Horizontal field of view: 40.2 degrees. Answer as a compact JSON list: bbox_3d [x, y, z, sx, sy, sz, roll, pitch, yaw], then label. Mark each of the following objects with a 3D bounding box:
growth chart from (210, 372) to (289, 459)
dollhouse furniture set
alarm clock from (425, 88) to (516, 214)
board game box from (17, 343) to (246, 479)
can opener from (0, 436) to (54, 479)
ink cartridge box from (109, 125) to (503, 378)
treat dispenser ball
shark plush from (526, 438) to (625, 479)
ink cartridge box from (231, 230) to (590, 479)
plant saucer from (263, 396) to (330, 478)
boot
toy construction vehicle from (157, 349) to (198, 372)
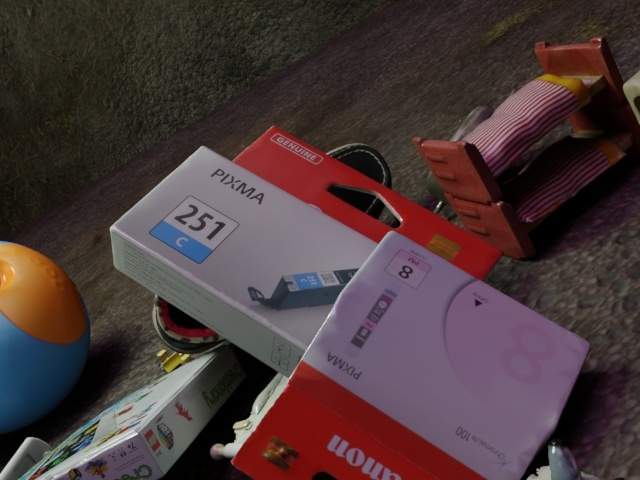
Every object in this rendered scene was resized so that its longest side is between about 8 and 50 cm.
[{"bbox_3d":[0.011,0.127,0.849,0.172,0.021,0.237,-8,32,49],"label":"growth chart"},{"bbox_3d":[0.281,-0.085,0.831,0.201,0.152,0.374,-39,20,-13],"label":"dollhouse furniture set"},{"bbox_3d":[0.189,-0.117,1.071,0.129,0.064,0.192,-46,-8,-41],"label":"alarm clock"},{"bbox_3d":[-0.205,0.210,0.928,0.193,0.053,0.305,-30,3,12],"label":"board game box"},{"bbox_3d":[-0.364,0.332,0.987,0.093,0.074,0.280,-20,24,32],"label":"can opener"},{"bbox_3d":[0.000,0.000,0.826,0.261,0.296,0.066,-48,-20,-36],"label":"ink cartridge box"},{"bbox_3d":[-0.492,0.144,1.303,0.288,0.288,0.288,-29,20,12],"label":"treat dispenser ball"},{"bbox_3d":[0.169,0.202,0.539,0.067,0.073,0.161,-47,35,22],"label":"shark plush"},{"bbox_3d":[0.076,0.118,0.655,0.232,0.189,0.066,-49,-15,-43],"label":"ink cartridge box"},{"bbox_3d":[0.024,0.160,0.838,0.198,0.036,0.198,-29,21,12],"label":"plant saucer"},{"bbox_3d":[-0.048,0.000,1.038,0.377,0.138,0.284,-36,-1,-9],"label":"boot"},{"bbox_3d":[-0.179,0.145,1.189,0.086,0.035,0.098,-41,21,-20],"label":"toy construction vehicle"}]
